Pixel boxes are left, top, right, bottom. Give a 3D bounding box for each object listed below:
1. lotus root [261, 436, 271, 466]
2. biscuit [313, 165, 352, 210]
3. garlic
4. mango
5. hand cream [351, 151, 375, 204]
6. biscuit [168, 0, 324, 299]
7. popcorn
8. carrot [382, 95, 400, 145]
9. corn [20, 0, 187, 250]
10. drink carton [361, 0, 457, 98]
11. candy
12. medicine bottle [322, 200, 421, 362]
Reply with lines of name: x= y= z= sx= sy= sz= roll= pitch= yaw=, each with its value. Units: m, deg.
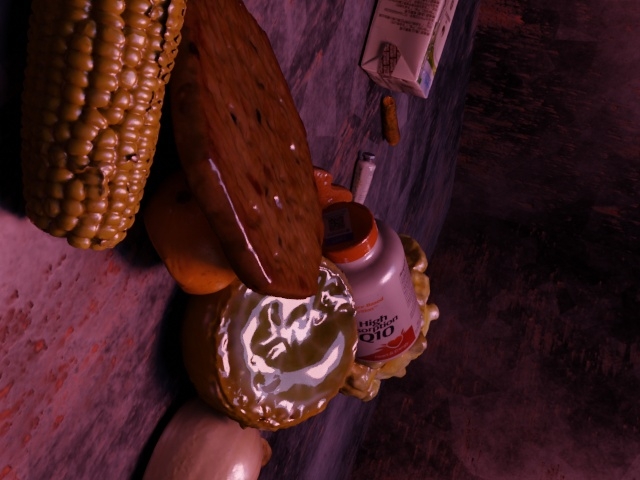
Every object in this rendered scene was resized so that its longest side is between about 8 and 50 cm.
lotus root: x=-0.128 y=0.384 z=1.215 sx=0.072 sy=0.063 sz=0.152 roll=-30 pitch=155 yaw=-10
biscuit: x=-0.032 y=-0.011 z=1.086 sx=0.284 sy=0.043 sz=0.306 roll=-41 pitch=140 yaw=-24
garlic: x=-0.173 y=0.320 z=0.919 sx=0.164 sy=0.145 sz=0.245 roll=-42 pitch=-166 yaw=52
mango: x=-0.119 y=-0.013 z=0.755 sx=0.217 sy=0.102 sz=0.141 roll=31 pitch=45 yaw=-84
hand cream: x=0.086 y=-0.106 z=1.527 sx=0.067 sy=0.042 sz=0.195 roll=-59 pitch=165 yaw=-65
biscuit: x=-0.070 y=-0.104 z=0.707 sx=0.359 sy=0.046 sz=0.359 roll=-13 pitch=90 yaw=-77
popcorn: x=0.093 y=0.160 z=1.372 sx=0.335 sy=0.274 sz=0.279 roll=-55 pitch=158 yaw=-50
carrot: x=0.171 y=-0.289 z=1.624 sx=0.171 sy=0.042 sz=0.042 roll=71 pitch=38 yaw=-64
corn: x=-0.161 y=-0.148 z=0.498 sx=0.115 sy=0.115 sz=0.318 roll=-18 pitch=125 yaw=-72
drink carton: x=0.199 y=-0.476 z=1.369 sx=0.194 sy=0.132 sz=0.325 roll=-2 pitch=109 yaw=-74
candy: x=-0.065 y=0.124 z=0.906 sx=0.260 sy=0.118 sz=0.260 roll=-2 pitch=92 yaw=-39
medicine bottle: x=0.067 y=0.066 z=1.086 sx=0.157 sy=0.157 sz=0.289 roll=-65 pitch=150 yaw=-31
